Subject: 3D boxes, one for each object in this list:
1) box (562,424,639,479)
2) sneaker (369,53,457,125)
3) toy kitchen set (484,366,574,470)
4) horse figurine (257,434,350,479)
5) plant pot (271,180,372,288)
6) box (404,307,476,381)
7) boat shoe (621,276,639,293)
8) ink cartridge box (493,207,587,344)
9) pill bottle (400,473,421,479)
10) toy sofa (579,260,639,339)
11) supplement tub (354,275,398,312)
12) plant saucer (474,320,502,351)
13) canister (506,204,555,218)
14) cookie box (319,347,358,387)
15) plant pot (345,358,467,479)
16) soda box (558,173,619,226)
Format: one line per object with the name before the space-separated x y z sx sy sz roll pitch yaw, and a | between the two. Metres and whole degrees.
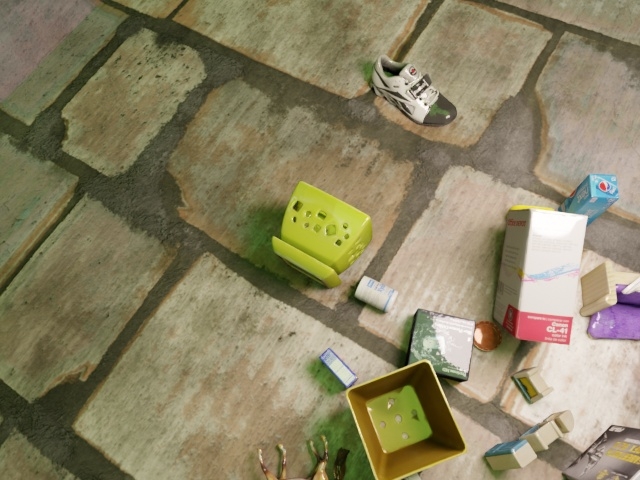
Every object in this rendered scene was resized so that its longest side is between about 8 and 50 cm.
box | 0.671 0.499 0.977 0.183 0.231 0.056 -37 73 -8
sneaker | 0.303 -0.497 1.445 0.331 0.146 0.122 34 74 15
toy kitchen set | 0.488 0.439 1.099 0.207 0.122 0.166 -19 67 -24
horse figurine | -0.050 0.593 1.098 0.264 0.066 0.174 -13 63 3
plant pot | 0.000 0.000 1.243 0.227 0.228 0.207 28 82 15
box | 0.317 0.279 1.170 0.156 0.093 0.158 11 72 10
boat shoe | 0.777 0.108 1.064 0.100 0.035 0.035 -28 63 -14
ink cartridge box | 0.539 0.079 1.102 0.131 0.226 0.305 8 95 9
pill bottle | 0.154 0.637 1.032 0.215 0.117 0.117 -28 69 -5
toy sofa | 0.886 0.172 1.126 0.363 0.150 0.177 6 68 8
supplement tub | 0.159 0.153 1.245 0.107 0.071 0.071 25 73 13
plant saucer | 0.453 0.262 1.205 0.084 0.013 0.083 -2 68 4
canister | 0.605 -0.007 1.264 0.126 0.073 0.169 6 71 8
cookie box | 0.050 0.340 1.172 0.040 0.092 0.107 -43 72 -8
plant pot | 0.196 0.434 1.070 0.212 0.187 0.212 -20 69 -3
soda box | 0.732 -0.101 1.213 0.067 0.210 0.071 5 69 7
